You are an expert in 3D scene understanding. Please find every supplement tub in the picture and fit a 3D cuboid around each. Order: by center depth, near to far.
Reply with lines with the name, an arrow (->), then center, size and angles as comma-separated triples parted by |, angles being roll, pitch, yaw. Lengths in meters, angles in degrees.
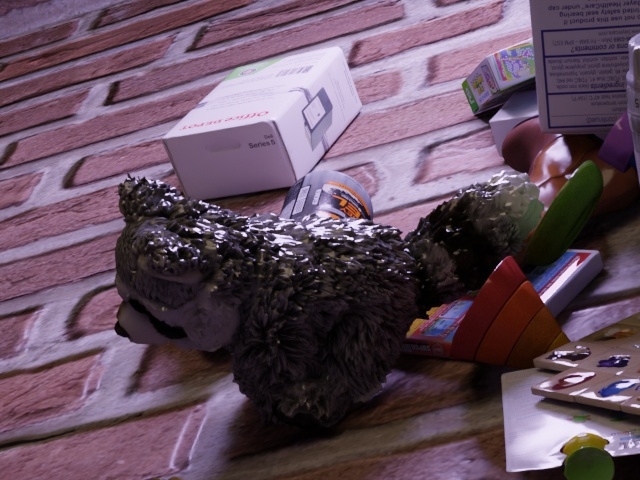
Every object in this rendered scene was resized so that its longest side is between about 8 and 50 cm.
supplement tub -> 0.000, 0.000, 2.027 | 0.117, 0.117, 0.190 | -14, 24, 14

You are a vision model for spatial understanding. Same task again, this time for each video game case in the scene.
video game case -> 0.150, 0.066, 1.869 | 0.285, 0.025, 0.204 | 2, 31, 43

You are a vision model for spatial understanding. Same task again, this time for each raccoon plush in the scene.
raccoon plush -> -0.015, -0.018, 1.738 | 0.446, 0.299, 0.216 | -43, 36, -13

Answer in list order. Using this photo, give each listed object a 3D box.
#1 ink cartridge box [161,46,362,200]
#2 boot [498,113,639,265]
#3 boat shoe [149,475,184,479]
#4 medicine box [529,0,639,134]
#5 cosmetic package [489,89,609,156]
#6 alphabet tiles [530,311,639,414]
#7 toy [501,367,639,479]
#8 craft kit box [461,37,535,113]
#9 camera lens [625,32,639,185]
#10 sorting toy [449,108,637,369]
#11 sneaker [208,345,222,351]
ink cartridge box -> -0.085, -0.177, 2.503 | 0.198, 0.115, 0.273 | -8, 25, 29
boot -> 0.230, -0.048, 1.977 | 0.280, 0.096, 0.264 | -29, 33, -26
boat shoe -> -0.137, 0.280, 1.511 | 0.341, 0.110, 0.122 | -18, 22, 6
medicine box -> 0.341, -0.303, 1.994 | 0.149, 0.289, 0.263 | -1, 20, 15
cosmetic package -> 0.353, -0.166, 2.178 | 0.239, 0.060, 0.099 | -5, 28, 33
alphabet tiles -> 0.372, 0.106, 1.513 | 0.285, 0.011, 0.342 | -20, 15, -33
toy -> 0.237, 0.171, 1.504 | 0.137, 0.056, 0.237 | -10, 12, 8
craft kit box -> 0.332, -0.258, 2.295 | 0.250, 0.061, 0.246 | -22, 1, -5
camera lens -> 0.420, -0.078, 1.612 | 0.219, 0.274, 0.219 | -11, 13, 3
sorting toy -> 0.282, 0.016, 1.718 | 0.126, 0.127, 0.365 | 34, 62, 15
sneaker -> -0.126, 0.059, 2.051 | 0.108, 0.100, 0.271 | -11, 23, -14
